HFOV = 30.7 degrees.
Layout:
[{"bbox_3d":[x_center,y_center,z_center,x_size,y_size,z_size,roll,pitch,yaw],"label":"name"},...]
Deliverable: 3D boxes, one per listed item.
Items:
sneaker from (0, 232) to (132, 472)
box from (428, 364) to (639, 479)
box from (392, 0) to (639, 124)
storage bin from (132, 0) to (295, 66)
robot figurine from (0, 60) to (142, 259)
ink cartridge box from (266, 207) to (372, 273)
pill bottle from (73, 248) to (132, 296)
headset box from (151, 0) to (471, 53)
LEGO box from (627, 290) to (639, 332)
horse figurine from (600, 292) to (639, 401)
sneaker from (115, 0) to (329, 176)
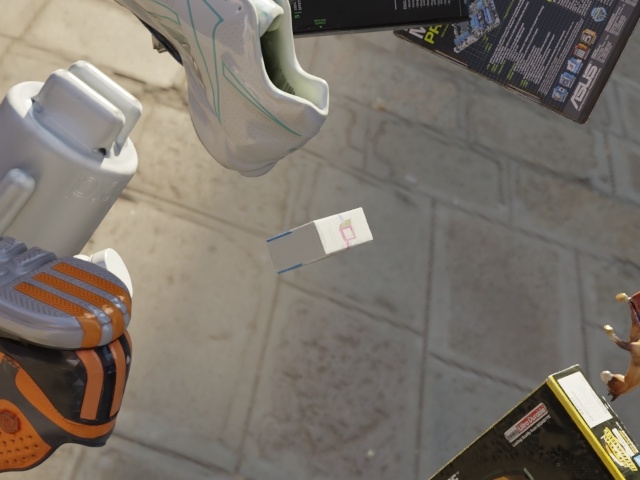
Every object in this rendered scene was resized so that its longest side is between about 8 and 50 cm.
[{"bbox_3d":[-0.289,0.076,0.905,0.321,0.180,0.125,24,30,27],"label":"sneaker"},{"bbox_3d":[0.261,0.341,1.375,0.079,0.322,0.257,-14,63,-46],"label":"box"},{"bbox_3d":[0.226,-0.280,1.156,0.216,0.270,0.060,26,10,8],"label":"box"},{"bbox_3d":[-0.078,-0.206,0.680,0.180,0.122,0.084,47,40,-8],"label":"storage bin"},{"bbox_3d":[-0.390,-0.075,1.606,0.200,0.353,0.300,39,21,1],"label":"robot figurine"},{"bbox_3d":[0.000,0.000,1.582,0.122,0.089,0.052,-15,85,-55],"label":"ink cartridge box"},{"bbox_3d":[-0.293,0.063,1.350,0.137,0.078,0.078,-22,41,10],"label":"pill bottle"},{"bbox_3d":[-0.033,-0.294,0.997,0.283,0.246,0.131,-8,9,-11],"label":"headset box"},{"bbox_3d":[0.530,0.196,0.950,0.193,0.372,0.500,28,40,-47],"label":"LEGO box"},{"bbox_3d":[0.506,0.111,1.712,0.263,0.174,0.066,-41,38,-7],"label":"horse figurine"},{"bbox_3d":[-0.046,-0.103,0.494,0.152,0.061,0.054,56,46,-9],"label":"sneaker"}]
